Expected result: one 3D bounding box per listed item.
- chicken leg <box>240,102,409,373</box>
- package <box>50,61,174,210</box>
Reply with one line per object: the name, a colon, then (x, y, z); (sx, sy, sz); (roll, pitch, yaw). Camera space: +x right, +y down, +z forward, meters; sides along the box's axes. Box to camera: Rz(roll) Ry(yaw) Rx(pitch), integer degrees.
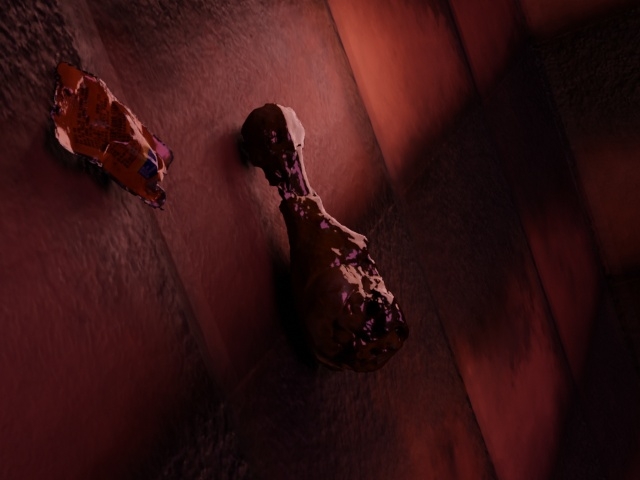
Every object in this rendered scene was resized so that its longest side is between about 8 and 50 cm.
chicken leg: (-0.003, 0.001, 0.992); (0.107, 0.087, 0.251); (-73, 139, -85)
package: (-0.137, -0.067, 0.778); (0.111, 0.033, 0.077); (43, 48, -43)
